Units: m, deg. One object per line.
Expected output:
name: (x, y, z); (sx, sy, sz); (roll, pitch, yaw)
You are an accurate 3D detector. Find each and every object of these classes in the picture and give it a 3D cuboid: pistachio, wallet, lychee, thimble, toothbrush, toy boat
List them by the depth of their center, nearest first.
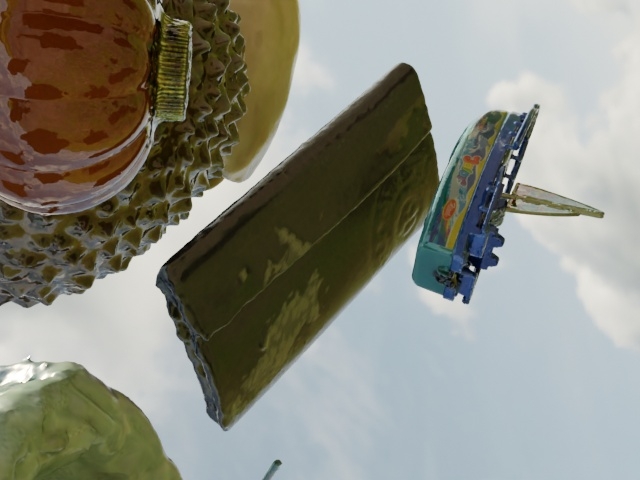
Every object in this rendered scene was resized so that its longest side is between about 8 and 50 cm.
thimble: (-0.174, 0.182, 0.644); (0.237, 0.150, 0.237); (-9, -90, -66)
toy boat: (0.135, -0.028, 0.790); (0.091, 0.110, 0.175); (95, -164, -52)
wallet: (0.000, 0.000, 0.969); (0.321, 0.044, 0.170); (-45, -42, -36)
lychee: (-0.273, -0.132, 1.142); (0.380, 0.432, 0.380); (159, 90, -79)
toothbrush: (-0.069, 0.270, 1.254); (0.011, 0.167, 0.014); (-5, -123, -26)
pistachio: (-0.116, -0.216, 1.405); (0.214, 0.194, 0.318); (19, -108, -54)

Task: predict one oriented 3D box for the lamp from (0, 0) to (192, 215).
lamp: (-0.193, -0.129, 0.849); (0.223, 0.197, 0.223); (-177, 90, -84)
